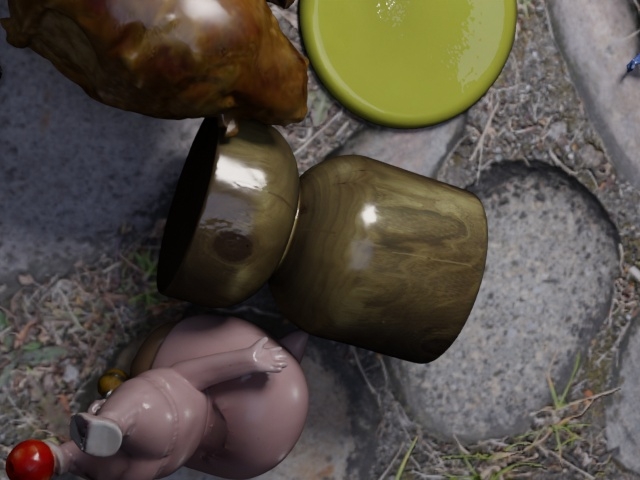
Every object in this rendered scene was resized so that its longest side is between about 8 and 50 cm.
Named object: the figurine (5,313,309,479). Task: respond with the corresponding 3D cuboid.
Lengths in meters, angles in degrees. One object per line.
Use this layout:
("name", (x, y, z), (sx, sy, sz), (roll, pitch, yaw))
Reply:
("figurine", (-0.136, 0.144, 0.919), (0.287, 0.186, 0.176), (-16, 129, -45))

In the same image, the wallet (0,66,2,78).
("wallet", (-0.390, -0.136, 0.893), (0.198, 0.031, 0.110), (-36, 106, -8))

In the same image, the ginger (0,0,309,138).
("ginger", (-0.140, -0.238, 0.852), (0.274, 0.152, 0.357), (-22, 71, -31))

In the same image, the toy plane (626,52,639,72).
("toy plane", (0.359, -0.261, 1.076), (0.062, 0.054, 0.167), (12, 94, 8))

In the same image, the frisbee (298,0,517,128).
("frisbee", (0.093, -0.230, 1.020), (0.236, 0.017, 0.236), (-2, 98, -14))

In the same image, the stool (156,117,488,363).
("stool", (0.000, 0.000, 0.942), (0.264, 0.179, 0.179), (17, 93, -16))
